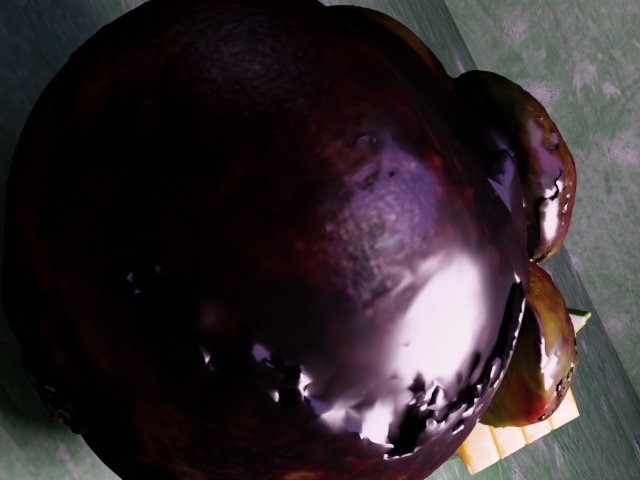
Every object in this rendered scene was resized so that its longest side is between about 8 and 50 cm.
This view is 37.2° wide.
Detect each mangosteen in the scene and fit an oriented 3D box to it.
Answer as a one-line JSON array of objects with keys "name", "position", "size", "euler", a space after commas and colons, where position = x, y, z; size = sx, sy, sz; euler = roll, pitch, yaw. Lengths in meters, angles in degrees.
[{"name": "mangosteen", "position": [-0.016, 0.018, 0.693], "size": [0.421, 0.381, 0.380], "euler": [6, 65, -44]}]

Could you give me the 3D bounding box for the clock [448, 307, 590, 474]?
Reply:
[{"name": "clock", "position": [0.111, 0.133, 0.927], "size": [0.235, 0.310, 0.166], "euler": [-10, 79, -64]}]
